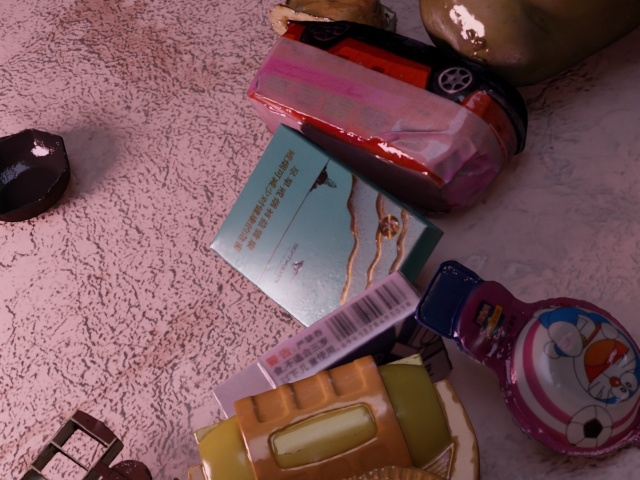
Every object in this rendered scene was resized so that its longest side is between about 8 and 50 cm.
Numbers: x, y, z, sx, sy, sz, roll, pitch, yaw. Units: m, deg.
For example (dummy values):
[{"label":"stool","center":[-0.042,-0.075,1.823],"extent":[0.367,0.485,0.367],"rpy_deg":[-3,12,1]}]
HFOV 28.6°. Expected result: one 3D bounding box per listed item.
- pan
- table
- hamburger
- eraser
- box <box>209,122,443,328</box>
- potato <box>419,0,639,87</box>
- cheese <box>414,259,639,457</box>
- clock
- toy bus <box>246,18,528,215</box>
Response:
[{"label":"pan","center":[-0.370,-0.099,1.546],"extent":[0.128,0.048,0.202],"rpy_deg":[-20,51,1]},{"label":"table","center":[-0.230,0.272,1.202],"extent":[0.146,0.062,0.175],"rpy_deg":[26,66,32]},{"label":"hamburger","center":[0.034,-0.262,1.524],"extent":[0.176,0.087,0.102],"rpy_deg":[20,50,37]},{"label":"eraser","center":[0.014,0.131,1.192],"extent":[0.210,0.124,0.068],"rpy_deg":[-32,51,-7]},{"label":"box","center":[0.001,0.000,1.306],"extent":[0.229,0.041,0.162],"rpy_deg":[37,102,35]},{"label":"potato","center":[0.258,-0.313,1.395],"extent":[0.326,0.221,0.243],"rpy_deg":[-30,52,0]},{"label":"cheese","center":[0.203,0.104,1.144],"extent":[0.244,0.062,0.155],"rpy_deg":[32,61,1]},{"label":"clock","center":[0.041,0.271,1.040],"extent":[0.244,0.200,0.317],"rpy_deg":[-21,59,-1]},{"label":"toy bus","center":[0.071,-0.139,1.385],"extent":[0.303,0.127,0.147],"rpy_deg":[28,71,31]}]
